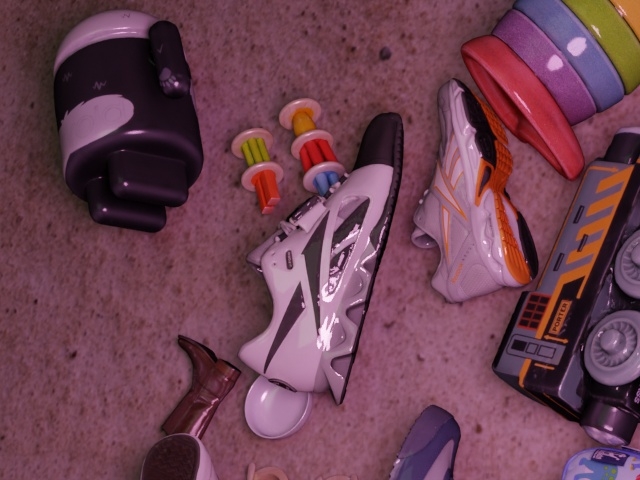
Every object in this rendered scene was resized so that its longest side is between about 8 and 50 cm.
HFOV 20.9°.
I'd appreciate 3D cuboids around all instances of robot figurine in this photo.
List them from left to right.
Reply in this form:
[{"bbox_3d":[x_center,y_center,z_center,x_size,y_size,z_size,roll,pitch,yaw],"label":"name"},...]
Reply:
[{"bbox_3d":[-0.231,-0.147,2.093,0.209,0.173,0.278,-19,58,12],"label":"robot figurine"}]

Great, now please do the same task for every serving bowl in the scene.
[{"bbox_3d":[-0.041,0.181,1.896,0.083,0.027,0.083,-15,59,26],"label":"serving bowl"}]

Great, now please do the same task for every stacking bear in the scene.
[{"bbox_3d":[0.304,-0.229,1.797,0.289,0.164,0.175,-39,33,0],"label":"stacking bear"}]

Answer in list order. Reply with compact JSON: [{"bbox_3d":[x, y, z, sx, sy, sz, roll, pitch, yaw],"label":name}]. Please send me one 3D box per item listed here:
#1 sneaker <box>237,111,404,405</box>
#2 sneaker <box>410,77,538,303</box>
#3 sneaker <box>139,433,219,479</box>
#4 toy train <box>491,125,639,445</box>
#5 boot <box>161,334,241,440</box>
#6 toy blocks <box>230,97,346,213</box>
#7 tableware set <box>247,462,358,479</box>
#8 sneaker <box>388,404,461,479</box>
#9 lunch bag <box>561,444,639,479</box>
[{"bbox_3d":[0.000,0.000,1.870,0.146,0.122,0.331,16,72,5],"label":"sneaker"},{"bbox_3d":[0.142,-0.053,1.854,0.121,0.099,0.262,-26,54,25],"label":"sneaker"},{"bbox_3d":[-0.150,0.354,1.809,0.105,0.123,0.290,-2,51,21],"label":"sneaker"},{"bbox_3d":[0.299,0.034,1.687,0.190,0.142,0.334,11,73,46],"label":"toy train"},{"bbox_3d":[-0.154,0.174,1.970,0.106,0.037,0.114,32,91,41],"label":"boot"},{"bbox_3d":[-0.033,-0.076,2.002,0.123,0.054,0.148,-31,54,16],"label":"toy blocks"},{"bbox_3d":[-0.032,0.310,1.831,0.168,0.020,0.141,0,67,33],"label":"tableware set"},{"bbox_3d":[0.112,0.323,1.693,0.131,0.112,0.319,11,76,19],"label":"sneaker"},{"bbox_3d":[0.290,0.305,1.584,0.176,0.090,0.219,13,75,34],"label":"lunch bag"}]
